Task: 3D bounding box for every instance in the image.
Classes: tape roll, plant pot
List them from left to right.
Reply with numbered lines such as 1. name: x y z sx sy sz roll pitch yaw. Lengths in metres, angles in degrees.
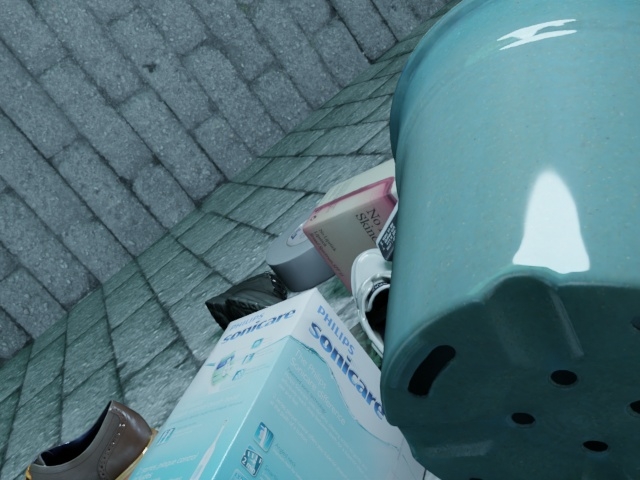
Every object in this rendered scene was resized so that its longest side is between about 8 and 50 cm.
1. tape roll: 0.000 0.000 1.267 0.219 0.072 0.219 -34 18 13
2. plant pot: 0.199 0.008 0.513 0.341 0.341 0.334 -25 30 34

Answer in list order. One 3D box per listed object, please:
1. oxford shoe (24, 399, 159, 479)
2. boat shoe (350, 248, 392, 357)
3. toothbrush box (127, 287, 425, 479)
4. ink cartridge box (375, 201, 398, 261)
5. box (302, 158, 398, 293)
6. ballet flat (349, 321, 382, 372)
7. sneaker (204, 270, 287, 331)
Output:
1. oxford shoe: -0.410 0.389 0.978 0.363 0.133 0.130 -42 19 -13
2. boat shoe: 0.089 0.077 0.780 0.095 0.084 0.258 -30 37 2
3. toothbrush box: -0.034 0.221 0.552 0.126 0.216 0.296 -24 23 35
4. ink cartridge box: 0.198 -0.053 0.787 0.206 0.208 0.045 114 145 -44
5. box: 0.114 -0.031 1.002 0.232 0.149 0.127 -22 24 41
6. ballet flat: 0.099 0.108 0.860 0.084 0.058 0.250 14 56 40
7. sneaker: -0.108 0.108 1.164 0.130 0.109 0.286 -38 19 -24
